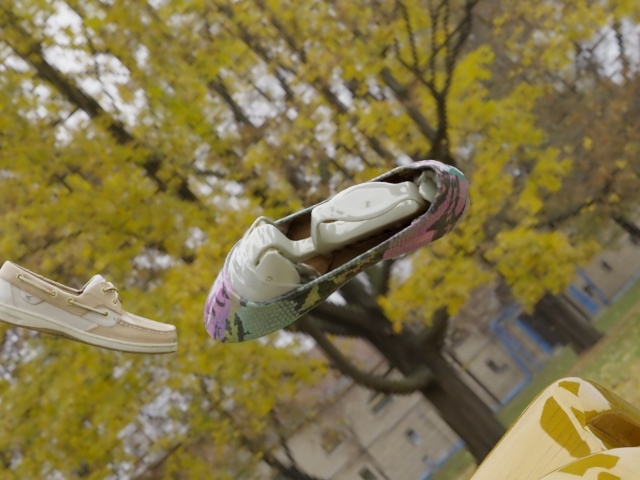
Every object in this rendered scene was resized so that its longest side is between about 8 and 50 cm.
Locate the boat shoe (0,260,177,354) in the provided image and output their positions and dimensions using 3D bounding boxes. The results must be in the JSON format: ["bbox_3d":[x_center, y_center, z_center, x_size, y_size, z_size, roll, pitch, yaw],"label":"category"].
[{"bbox_3d":[-0.202,0.058,1.094,0.063,0.170,0.059,-165,89,-75],"label":"boat shoe"}]

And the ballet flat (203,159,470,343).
[{"bbox_3d":[0.000,0.000,0.892,0.222,0.077,0.079,-27,-27,11],"label":"ballet flat"}]

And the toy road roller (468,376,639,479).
[{"bbox_3d":[0.177,0.194,0.524,0.202,0.330,0.240,-53,30,11],"label":"toy road roller"}]
